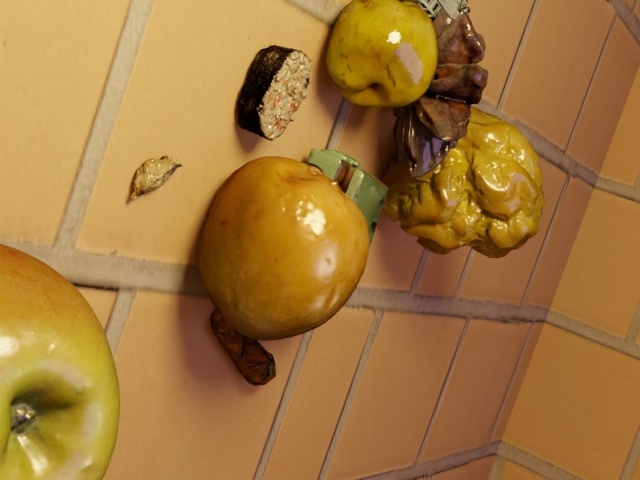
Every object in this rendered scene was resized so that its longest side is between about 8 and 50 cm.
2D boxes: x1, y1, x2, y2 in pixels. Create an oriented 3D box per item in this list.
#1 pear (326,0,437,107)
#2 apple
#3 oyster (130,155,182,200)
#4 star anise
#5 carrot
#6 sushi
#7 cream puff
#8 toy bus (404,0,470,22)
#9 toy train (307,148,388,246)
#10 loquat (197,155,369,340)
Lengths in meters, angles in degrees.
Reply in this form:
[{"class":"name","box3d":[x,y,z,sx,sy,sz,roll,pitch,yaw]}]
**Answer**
[{"class":"pear","box3d":[0.105,-0.327,1.552,0.200,0.200,0.200,-35,136,-43]},{"class":"apple","box3d":[-0.387,0.174,0.978,0.338,0.305,0.338,-34,136,-41]},{"class":"oyster","box3d":[-0.243,-0.095,1.318,0.081,0.038,0.083,-46,-179,10]},{"class":"star anise","box3d":[0.218,-0.272,1.671,0.117,0.332,0.332,7,107,-15]},{"class":"carrot","box3d":[-0.137,0.194,1.625,0.069,0.069,0.229,-55,146,-21]},{"class":"sushi","box3d":[-0.074,-0.236,1.433,0.150,0.078,0.090,-64,149,-5]},{"class":"cream puff","box3d":[0.273,-0.096,1.832,0.257,0.324,0.291,-28,163,-22]},{"class":"toy bus","box3d":[0.211,-0.468,1.731,0.089,0.087,0.194,-58,151,2]},{"class":"toy train","box3d":[0.000,0.000,1.622,0.129,0.159,0.326,21,92,-57]},{"class":"loquat","box3d":[-0.067,0.013,1.434,0.284,0.276,0.276,-46,149,4]}]
